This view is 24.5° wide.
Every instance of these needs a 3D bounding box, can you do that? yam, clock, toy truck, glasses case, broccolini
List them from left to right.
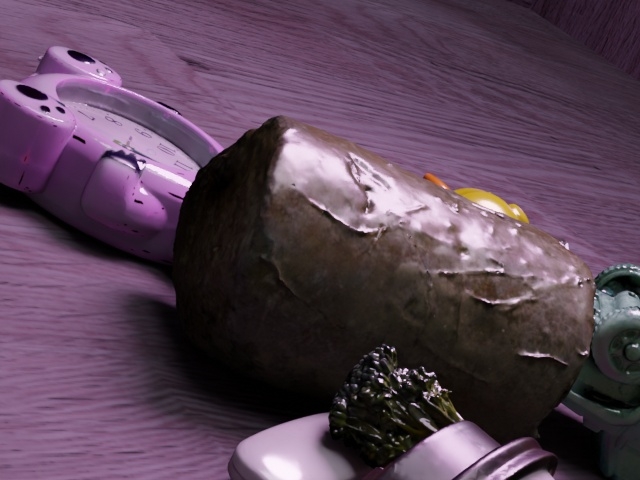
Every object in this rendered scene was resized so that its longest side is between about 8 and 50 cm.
[{"bbox_3d":[-0.166,-0.065,1.276,0.247,0.090,0.227,28,18,-4],"label":"clock"},{"bbox_3d":[-0.003,0.151,0.997,0.063,0.041,0.164,39,20,22],"label":"glasses case"},{"bbox_3d":[0.039,0.037,1.129,0.300,0.195,0.195,23,19,-18],"label":"yam"},{"bbox_3d":[0.163,0.221,0.981,0.392,0.079,0.074,44,15,4],"label":"broccolini"},{"bbox_3d":[0.321,0.145,1.294,0.278,0.156,0.155,27,18,0],"label":"toy truck"}]

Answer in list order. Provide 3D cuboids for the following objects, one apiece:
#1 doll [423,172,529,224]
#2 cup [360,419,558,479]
[{"bbox_3d":[0.152,0.011,1.504,0.143,0.135,0.221,57,5,-17],"label":"doll"},{"bbox_3d":[0.111,0.237,0.728,0.279,0.196,0.196,44,23,19],"label":"cup"}]
